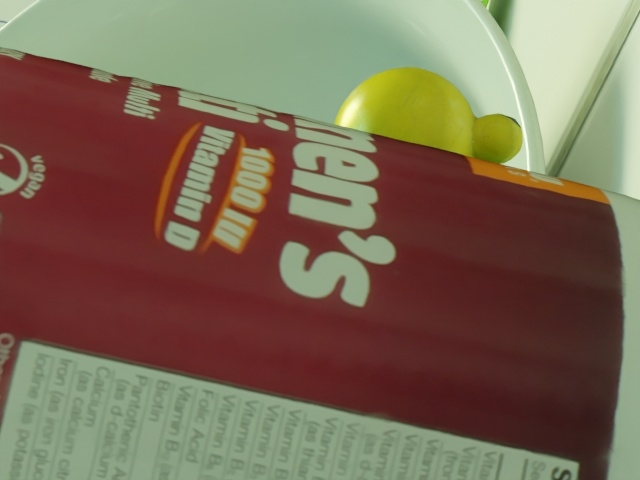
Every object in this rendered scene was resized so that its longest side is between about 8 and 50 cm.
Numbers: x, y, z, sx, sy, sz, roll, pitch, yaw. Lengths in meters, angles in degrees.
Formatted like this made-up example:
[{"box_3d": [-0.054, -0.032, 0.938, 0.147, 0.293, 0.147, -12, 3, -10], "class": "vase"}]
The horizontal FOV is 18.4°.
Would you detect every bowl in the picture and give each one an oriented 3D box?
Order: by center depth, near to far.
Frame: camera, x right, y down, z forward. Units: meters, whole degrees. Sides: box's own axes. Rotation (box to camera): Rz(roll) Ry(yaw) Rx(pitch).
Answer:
[{"box_3d": [-0.031, 0.032, 0.766, 0.134, 0.298, 0.297, 46, -133, -52], "class": "bowl"}]

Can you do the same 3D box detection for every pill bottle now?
[{"box_3d": [0.005, 0.040, 0.386, 0.121, 0.221, 0.121, -167, 90, -84], "class": "pill bottle"}]

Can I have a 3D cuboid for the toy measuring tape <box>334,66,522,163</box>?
[{"box_3d": [0.045, 0.104, 0.503, 0.121, 0.121, 0.330, 116, 153, -63], "class": "toy measuring tape"}]

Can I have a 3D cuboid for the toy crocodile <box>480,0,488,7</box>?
[{"box_3d": [0.000, 0.000, 0.915, 0.115, 0.105, 0.340, 131, 162, -78], "class": "toy crocodile"}]
